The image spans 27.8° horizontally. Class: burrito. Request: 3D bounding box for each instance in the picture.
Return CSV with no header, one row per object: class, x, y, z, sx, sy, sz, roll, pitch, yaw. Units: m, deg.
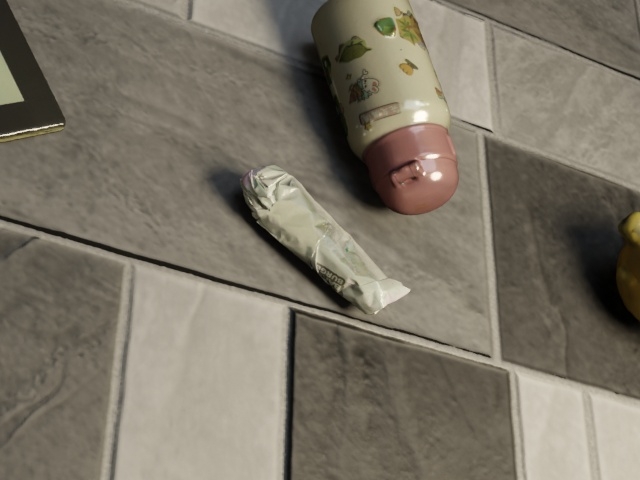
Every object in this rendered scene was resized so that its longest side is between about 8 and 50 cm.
burrito,0.000,0.001,1.302,0.203,0.064,0.064,43,47,-4

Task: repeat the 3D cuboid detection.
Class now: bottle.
bottle,0.077,-0.147,1.409,0.120,0.120,0.253,-2,64,-34

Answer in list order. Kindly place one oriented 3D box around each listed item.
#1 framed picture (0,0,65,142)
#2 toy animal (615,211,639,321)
framed picture,-0.431,-0.182,1.170,0.347,0.016,0.265,-17,72,-40
toy animal,0.443,0.073,1.475,0.281,0.169,0.195,42,82,1
